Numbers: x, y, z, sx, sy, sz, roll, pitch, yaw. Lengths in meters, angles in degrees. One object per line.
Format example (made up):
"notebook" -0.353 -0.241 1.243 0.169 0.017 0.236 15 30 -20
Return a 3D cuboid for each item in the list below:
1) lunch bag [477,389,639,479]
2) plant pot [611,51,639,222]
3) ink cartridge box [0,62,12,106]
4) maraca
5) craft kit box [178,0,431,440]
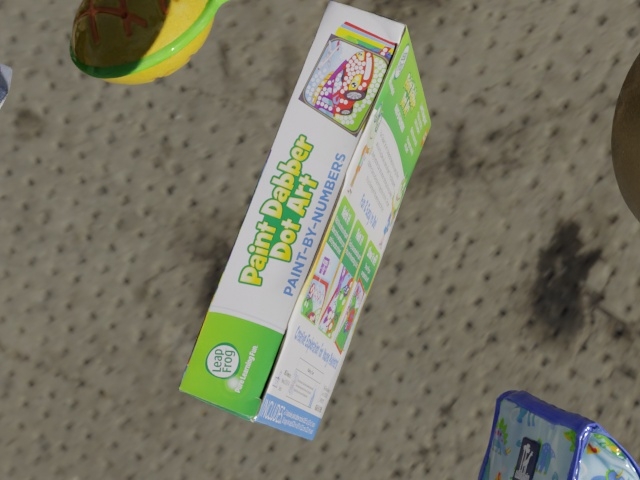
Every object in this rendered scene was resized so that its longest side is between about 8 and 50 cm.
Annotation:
"lunch bag" 0.187 0.193 1.261 0.129 0.096 0.151 15 121 65
"plant pot" 0.368 -0.047 1.190 0.237 0.254 0.237 -6 113 -13
"ink cartridge box" -0.465 -0.135 1.543 0.311 0.065 0.186 21 119 -20
"maraca" -0.140 -0.206 1.476 0.127 0.186 0.099 43 165 42
"craft kit box" 0.000 0.000 1.066 0.061 0.250 0.246 23 83 10
